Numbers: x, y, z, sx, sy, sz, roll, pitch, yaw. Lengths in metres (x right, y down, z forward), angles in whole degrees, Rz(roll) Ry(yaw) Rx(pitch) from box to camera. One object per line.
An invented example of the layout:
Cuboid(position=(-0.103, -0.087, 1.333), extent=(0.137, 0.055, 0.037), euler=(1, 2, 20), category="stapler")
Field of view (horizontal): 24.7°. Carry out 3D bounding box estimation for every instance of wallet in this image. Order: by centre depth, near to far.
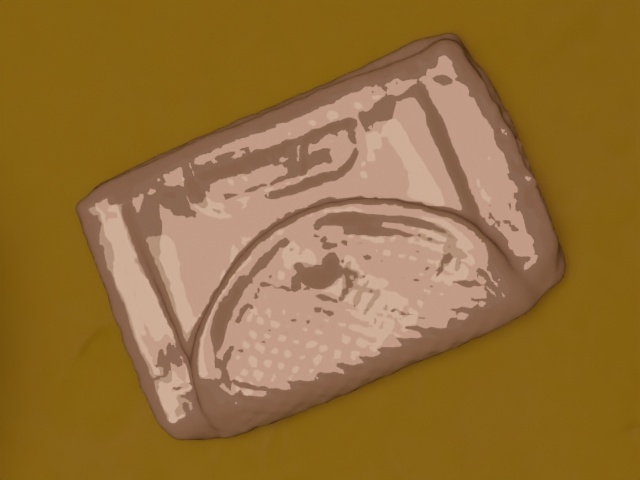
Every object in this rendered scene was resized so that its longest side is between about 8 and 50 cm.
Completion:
Cuboid(position=(0.000, 0.000, 0.600), extent=(0.183, 0.032, 0.124), euler=(-23, 84, 5), category="wallet")
